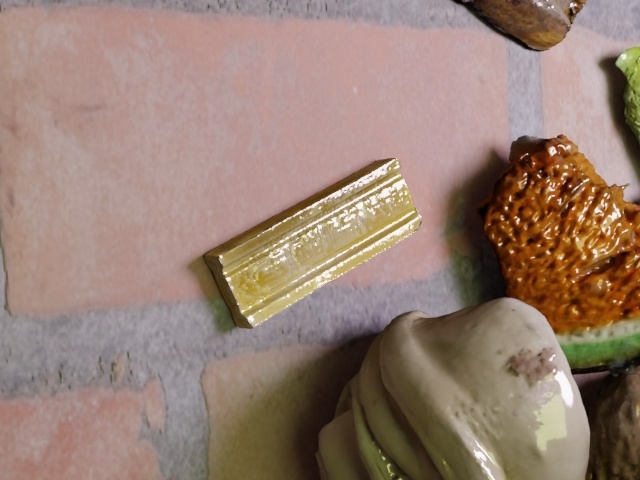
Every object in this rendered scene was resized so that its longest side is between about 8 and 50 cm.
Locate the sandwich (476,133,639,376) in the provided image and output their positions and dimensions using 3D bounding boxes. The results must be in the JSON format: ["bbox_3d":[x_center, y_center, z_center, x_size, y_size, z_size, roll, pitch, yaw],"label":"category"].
[{"bbox_3d":[0.298,0.014,1.252,0.301,0.250,0.162,72,20,-2],"label":"sandwich"}]

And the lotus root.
[{"bbox_3d":[0.209,-0.358,1.224,0.329,0.078,0.167,25,78,-28],"label":"lotus root"}]

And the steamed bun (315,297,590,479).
[{"bbox_3d":[0.124,0.234,1.066,0.219,0.324,0.309,-18,92,-23],"label":"steamed bun"}]

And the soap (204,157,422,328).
[{"bbox_3d":[0.000,0.000,1.144,0.252,0.037,0.092,-29,107,-25],"label":"soap"}]

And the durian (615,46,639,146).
[{"bbox_3d":[0.483,-0.155,1.369,0.139,0.101,0.250,-32,107,-24],"label":"durian"}]

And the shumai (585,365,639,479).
[{"bbox_3d":[0.456,0.237,1.365,0.346,0.217,0.283,59,33,-34],"label":"shumai"}]
